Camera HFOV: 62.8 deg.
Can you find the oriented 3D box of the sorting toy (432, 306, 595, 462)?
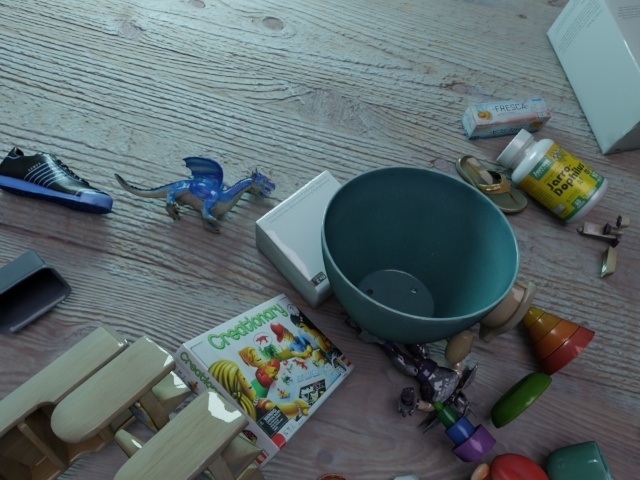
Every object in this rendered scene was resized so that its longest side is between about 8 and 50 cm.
[{"bbox_3d":[0.330,0.227,0.927,0.366,0.127,0.126,-32,69,-28],"label":"sorting toy"}]

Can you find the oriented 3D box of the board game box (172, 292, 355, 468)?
[{"bbox_3d":[-0.075,0.200,0.836,0.193,0.305,0.053,44,111,11],"label":"board game box"}]

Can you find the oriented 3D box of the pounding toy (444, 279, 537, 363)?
[{"bbox_3d":[0.272,0.079,0.934,0.155,0.154,0.269,27,37,0],"label":"pounding toy"}]

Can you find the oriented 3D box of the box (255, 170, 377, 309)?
[{"bbox_3d":[0.000,0.000,0.999,0.181,0.119,0.182,-38,77,-19],"label":"box"}]

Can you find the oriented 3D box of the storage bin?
[{"bbox_3d":[-0.526,0.086,0.928,0.135,0.098,0.091,-36,49,-18],"label":"storage bin"}]

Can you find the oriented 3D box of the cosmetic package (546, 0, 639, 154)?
[{"bbox_3d":[0.690,-0.407,1.201,0.155,0.197,0.365,-11,71,-11],"label":"cosmetic package"}]

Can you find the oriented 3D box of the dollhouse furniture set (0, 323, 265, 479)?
[{"bbox_3d":[-0.267,0.325,0.704,0.394,0.361,0.256,26,53,35],"label":"dollhouse furniture set"}]

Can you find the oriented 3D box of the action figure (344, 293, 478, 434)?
[{"bbox_3d":[0.173,0.218,0.945,0.285,0.099,0.185,44,58,7],"label":"action figure"}]

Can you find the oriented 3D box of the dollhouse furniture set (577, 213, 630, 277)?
[{"bbox_3d":[0.579,0.009,1.090,0.081,0.091,0.114,14,70,16],"label":"dollhouse furniture set"}]

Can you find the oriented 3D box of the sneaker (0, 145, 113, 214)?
[{"bbox_3d":[-0.505,-0.118,1.009,0.233,0.081,0.090,14,75,1],"label":"sneaker"}]

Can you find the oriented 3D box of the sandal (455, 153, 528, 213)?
[{"bbox_3d":[0.369,-0.125,1.129,0.072,0.049,0.180,-40,78,-19],"label":"sandal"}]

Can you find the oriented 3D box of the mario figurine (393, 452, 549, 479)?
[{"bbox_3d":[0.235,0.470,0.860,0.321,0.170,0.198,-32,111,-7],"label":"mario figurine"}]

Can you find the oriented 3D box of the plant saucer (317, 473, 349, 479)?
[{"bbox_3d":[0.021,0.438,0.883,0.084,0.013,0.083,2,69,-6],"label":"plant saucer"}]

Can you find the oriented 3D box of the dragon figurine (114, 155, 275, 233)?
[{"bbox_3d":[-0.238,-0.108,1.033,0.290,0.085,0.143,18,67,0],"label":"dragon figurine"}]

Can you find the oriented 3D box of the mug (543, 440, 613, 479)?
[{"bbox_3d":[0.441,0.425,0.875,0.098,0.129,0.157,-23,79,21],"label":"mug"}]

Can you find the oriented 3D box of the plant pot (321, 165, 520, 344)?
[{"bbox_3d":[0.136,0.051,0.838,0.291,0.195,0.290,4,50,-5],"label":"plant pot"}]

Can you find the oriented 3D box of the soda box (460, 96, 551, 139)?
[{"bbox_3d":[0.419,-0.277,1.188,0.183,0.063,0.058,-8,69,-10],"label":"soda box"}]

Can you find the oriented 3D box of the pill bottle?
[{"bbox_3d":[0.485,-0.141,1.112,0.208,0.117,0.117,40,69,10],"label":"pill bottle"}]
